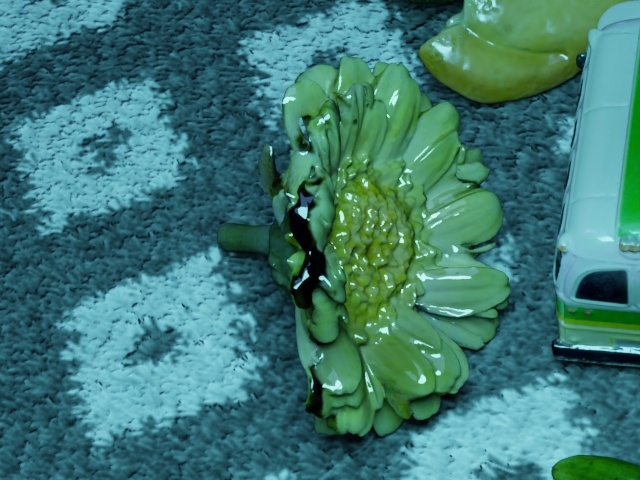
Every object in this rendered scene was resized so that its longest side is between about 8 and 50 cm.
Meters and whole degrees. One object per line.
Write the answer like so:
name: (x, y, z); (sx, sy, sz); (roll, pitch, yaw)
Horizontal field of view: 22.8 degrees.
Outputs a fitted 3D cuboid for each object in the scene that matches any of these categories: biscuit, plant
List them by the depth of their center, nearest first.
plant: (0.005, -0.012, 1.339); (0.297, 0.261, 0.306); (22, 73, 24)
biscuit: (0.237, -0.245, 1.520); (0.154, 0.045, 0.299); (37, 93, -10)

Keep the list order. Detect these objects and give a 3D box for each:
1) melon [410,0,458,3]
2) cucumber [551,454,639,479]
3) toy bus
melon: (0.138, -0.343, 1.587); (0.182, 0.182, 0.288); (29, 67, 28)
cucumber: (0.295, 0.216, 1.239); (0.250, 0.056, 0.056); (18, 61, 24)
toy bus: (0.280, -0.060, 1.357); (0.143, 0.179, 0.305); (4, 57, 16)
